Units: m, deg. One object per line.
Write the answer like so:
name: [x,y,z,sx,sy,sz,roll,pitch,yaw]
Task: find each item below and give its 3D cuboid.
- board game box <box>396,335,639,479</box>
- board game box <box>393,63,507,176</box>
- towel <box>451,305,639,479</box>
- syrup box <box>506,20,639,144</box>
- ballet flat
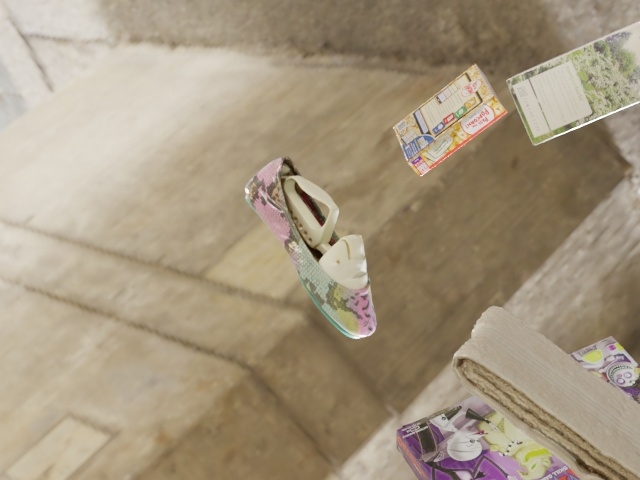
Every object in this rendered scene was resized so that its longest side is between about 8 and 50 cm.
board game box: [0.299,0.267,1.696,0.208,0.346,0.056,55,159,37]
board game box: [0.231,-0.219,2.326,0.045,0.193,0.147,45,-164,-29]
towel: [0.281,0.188,1.450,0.282,0.187,0.049,37,112,6]
syrup box: [0.365,-0.212,1.640,0.237,0.096,0.093,-23,94,16]
ballet flat: [0.000,0.000,1.375,0.079,0.077,0.221,-48,66,31]
